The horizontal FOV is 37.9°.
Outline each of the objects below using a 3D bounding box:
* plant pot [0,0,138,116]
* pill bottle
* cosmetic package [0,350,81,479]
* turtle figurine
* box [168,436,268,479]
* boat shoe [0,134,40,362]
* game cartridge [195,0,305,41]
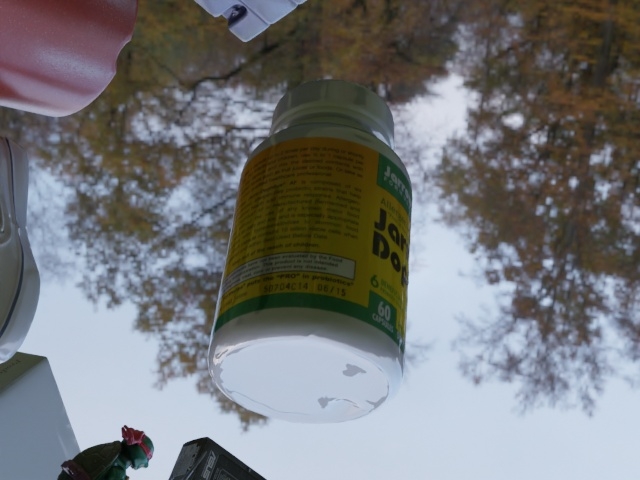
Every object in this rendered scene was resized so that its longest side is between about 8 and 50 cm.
[{"bbox_3d":[-0.338,-0.248,0.893,0.272,0.272,0.265,24,-175,41],"label":"plant pot"},{"bbox_3d":[0.000,0.000,0.600,0.117,0.118,0.208,4,-127,4],"label":"pill bottle"},{"bbox_3d":[-0.656,0.386,1.560,0.393,0.327,0.329,5,-152,32],"label":"cosmetic package"},{"bbox_3d":[-0.241,0.285,1.007,0.234,0.118,0.175,-37,175,-25],"label":"turtle figurine"},{"bbox_3d":[-0.129,0.388,1.149,0.056,0.183,0.231,-24,-146,40],"label":"box"},{"bbox_3d":[-0.334,-0.004,0.895,0.084,0.095,0.258,33,-149,-50],"label":"boat shoe"},{"bbox_3d":[-0.106,-0.330,0.731,0.230,0.355,0.068,-28,-140,33],"label":"game cartridge"}]
